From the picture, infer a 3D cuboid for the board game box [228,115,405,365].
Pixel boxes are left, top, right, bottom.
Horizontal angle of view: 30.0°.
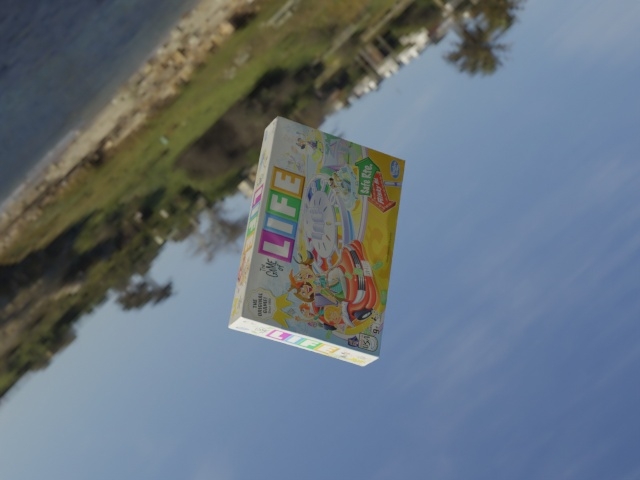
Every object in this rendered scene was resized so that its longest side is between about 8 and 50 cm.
[{"bbox_3d":[0.000,0.000,0.833,0.026,0.103,0.154,141,-38,-59],"label":"board game box"}]
